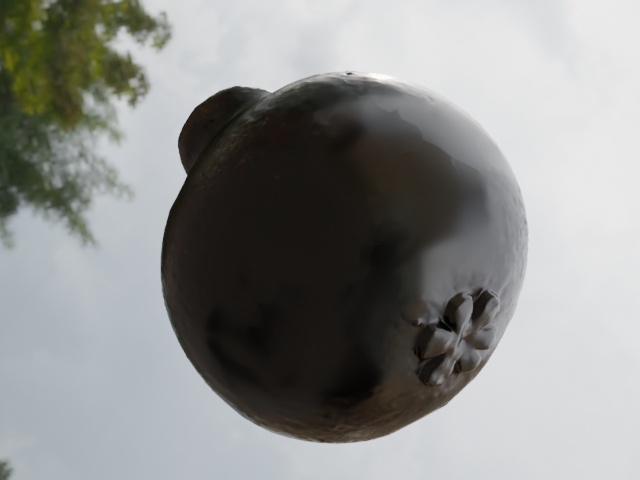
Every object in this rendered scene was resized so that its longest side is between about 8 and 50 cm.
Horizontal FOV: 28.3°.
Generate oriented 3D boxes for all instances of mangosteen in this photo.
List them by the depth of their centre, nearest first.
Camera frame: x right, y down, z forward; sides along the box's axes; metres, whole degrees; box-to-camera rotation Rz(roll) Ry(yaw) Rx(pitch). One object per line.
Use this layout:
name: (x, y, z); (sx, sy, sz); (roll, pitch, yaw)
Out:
mangosteen: (0.007, -0.004, 0.990); (0.313, 0.297, 0.297); (55, -31, 16)
